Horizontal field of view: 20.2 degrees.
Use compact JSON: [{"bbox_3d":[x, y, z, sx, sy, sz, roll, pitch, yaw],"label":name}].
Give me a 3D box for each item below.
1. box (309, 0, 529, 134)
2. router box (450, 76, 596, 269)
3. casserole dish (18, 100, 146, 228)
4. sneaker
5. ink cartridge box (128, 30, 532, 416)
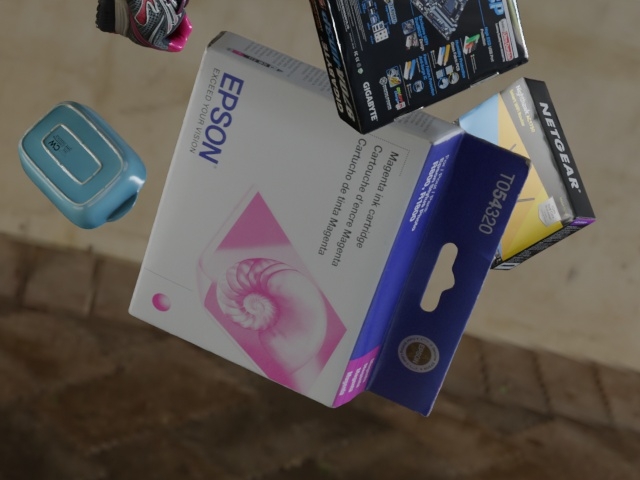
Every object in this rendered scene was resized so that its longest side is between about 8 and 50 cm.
[{"bbox_3d":[0.077,-0.223,1.551,0.175,0.220,0.051,-25,31,-15],"label":"box"},{"bbox_3d":[0.220,-0.074,2.023,0.046,0.133,0.179,3,62,-48],"label":"router box"},{"bbox_3d":[-0.289,-0.096,2.139,0.188,0.114,0.037,44,-5,30],"label":"casserole dish"},{"bbox_3d":[-0.206,-0.329,2.216,0.112,0.121,0.299,25,-16,3],"label":"sneaker"},{"bbox_3d":[0.000,0.000,1.780,0.330,0.324,0.071,24,30,9],"label":"ink cartridge box"}]
